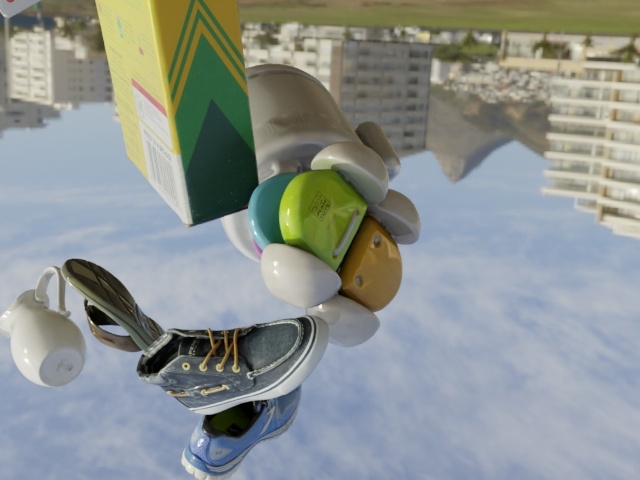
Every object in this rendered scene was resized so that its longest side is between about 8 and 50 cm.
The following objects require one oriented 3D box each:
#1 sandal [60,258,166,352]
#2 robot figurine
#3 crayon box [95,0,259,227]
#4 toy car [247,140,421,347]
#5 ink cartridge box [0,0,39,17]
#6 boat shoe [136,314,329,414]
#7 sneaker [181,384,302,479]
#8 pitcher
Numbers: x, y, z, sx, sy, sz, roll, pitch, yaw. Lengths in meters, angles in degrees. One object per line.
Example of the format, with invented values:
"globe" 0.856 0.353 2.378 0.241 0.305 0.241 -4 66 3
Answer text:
"sandal" -0.349 0.152 1.450 0.086 0.302 0.120 -36 -149 1
"robot figurine" -0.047 -0.101 1.070 0.300 0.199 0.353 -5 -145 -16
"crayon box" -0.145 -0.198 0.774 0.081 0.318 0.202 -19 -146 -22
"toy car" 0.000 0.000 0.791 0.136 0.159 0.182 11 155 39
"ink cartridge box" -0.405 -0.436 1.183 0.203 0.148 0.086 -32 -145 -9
"boat shoe" -0.081 0.103 0.729 0.183 0.065 0.083 -30 132 34
"sneaker" -0.125 0.314 1.573 0.130 0.147 0.330 30 -146 14
"pitcher" -0.500 0.157 1.527 0.125 0.177 0.207 22 -169 -44
